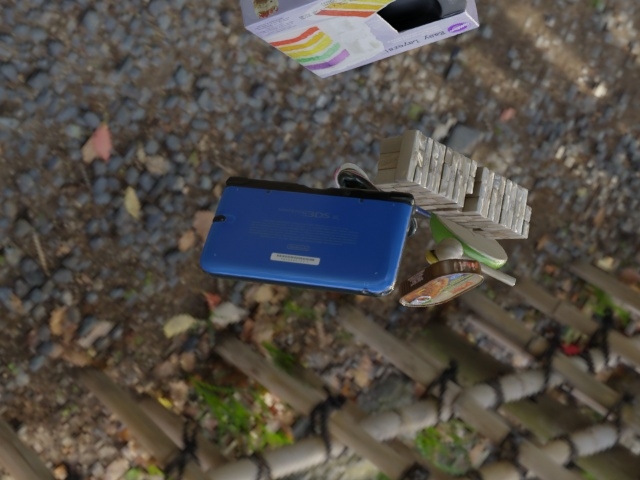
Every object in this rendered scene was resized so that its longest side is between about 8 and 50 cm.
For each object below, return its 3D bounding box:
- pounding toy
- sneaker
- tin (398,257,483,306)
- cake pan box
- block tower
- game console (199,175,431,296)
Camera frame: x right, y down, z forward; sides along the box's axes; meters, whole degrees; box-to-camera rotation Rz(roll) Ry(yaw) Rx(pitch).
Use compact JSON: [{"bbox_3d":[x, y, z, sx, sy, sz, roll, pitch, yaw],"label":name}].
[{"bbox_3d":[0.278,0.035,2.248,0.183,0.237,0.110,30,109,-13],"label":"pounding toy"},{"bbox_3d":[0.092,-0.060,1.976,0.072,0.178,0.077,-52,-175,13],"label":"sneaker"},{"bbox_3d":[0.218,0.077,2.025,0.106,0.190,0.040,10,64,-28],"label":"tin"},{"bbox_3d":[0.062,-0.317,1.500,0.246,0.267,0.070,17,61,-66],"label":"cake pan box"},{"bbox_3d":[0.233,-0.091,1.936,0.335,0.097,0.090,23,72,-42],"label":"block tower"},{"bbox_3d":[0.000,0.000,1.688,0.173,0.293,0.250,73,28,-54],"label":"game console"}]
